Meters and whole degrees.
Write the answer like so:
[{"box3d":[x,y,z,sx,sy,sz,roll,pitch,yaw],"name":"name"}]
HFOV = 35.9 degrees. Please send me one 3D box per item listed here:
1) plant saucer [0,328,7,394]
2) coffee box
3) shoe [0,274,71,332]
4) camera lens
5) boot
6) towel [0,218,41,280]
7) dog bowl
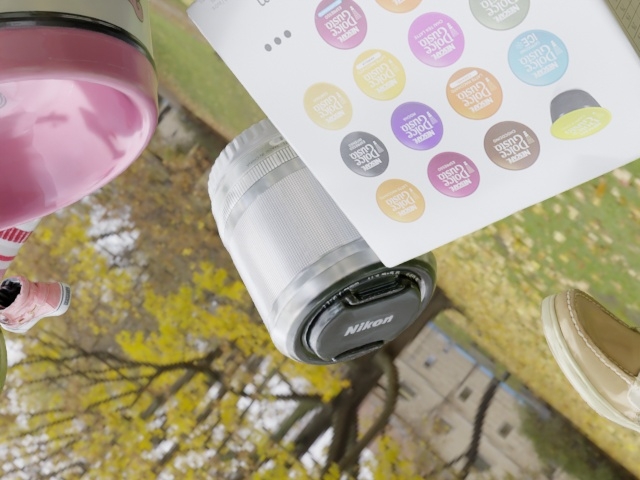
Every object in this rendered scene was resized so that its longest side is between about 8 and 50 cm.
[{"box3d":[-0.549,0.168,1.403,0.037,0.241,0.241,-16,138,44],"name":"plant saucer"},{"box3d":[0.152,-0.238,0.982,0.334,0.338,0.338,52,-140,-15],"name":"coffee box"},{"box3d":[-0.445,0.090,1.447,0.081,0.063,0.178,18,154,-41],"name":"shoe"},{"box3d":[0.000,0.000,1.236,0.219,0.219,0.274,34,-158,-55],"name":"camera lens"},{"box3d":[0.333,0.096,0.823,0.262,0.203,0.095,41,-142,-15],"name":"boot"},{"box3d":[-0.511,-0.038,1.372,0.237,0.329,0.037,13,-131,-33],"name":"towel"},{"box3d":[-0.333,-0.128,0.918,0.150,0.408,0.408,68,-170,14],"name":"dog bowl"}]
